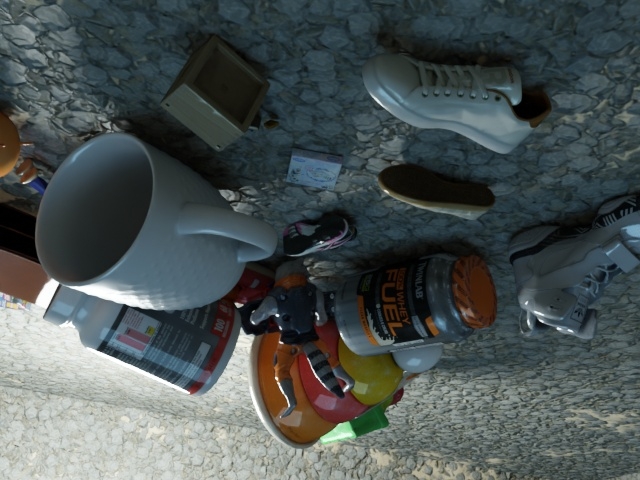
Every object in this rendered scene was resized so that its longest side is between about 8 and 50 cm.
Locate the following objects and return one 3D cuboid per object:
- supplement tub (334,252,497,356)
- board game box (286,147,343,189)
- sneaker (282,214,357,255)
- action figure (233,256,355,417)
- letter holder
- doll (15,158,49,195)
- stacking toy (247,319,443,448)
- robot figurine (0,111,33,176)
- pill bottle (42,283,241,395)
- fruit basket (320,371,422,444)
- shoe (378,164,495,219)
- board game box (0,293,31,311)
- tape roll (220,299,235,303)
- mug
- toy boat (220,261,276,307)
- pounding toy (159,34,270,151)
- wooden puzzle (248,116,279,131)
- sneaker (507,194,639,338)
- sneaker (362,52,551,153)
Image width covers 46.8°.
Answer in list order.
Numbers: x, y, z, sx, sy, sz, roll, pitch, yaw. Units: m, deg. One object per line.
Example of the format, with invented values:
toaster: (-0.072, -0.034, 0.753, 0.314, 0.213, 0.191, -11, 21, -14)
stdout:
supplement tub: (0.204, 0.136, 1.594, 0.316, 0.193, 0.194, -17, 145, 34)
board game box: (-0.012, -0.127, 1.324, 0.090, 0.020, 0.090, 10, 154, -5)
sneaker: (0.000, 0.000, 1.522, 0.178, 0.071, 0.077, -10, 160, 41)
action figure: (-0.007, 0.190, 1.667, 0.341, 0.330, 0.178, -15, 173, -25)
letter holder: (-0.654, 0.017, 1.626, 0.302, 0.152, 0.214, 28, 144, -35)
doll: (-0.513, -0.080, 1.465, 0.046, 0.129, 0.189, -44, 136, -1)
stacking toy: (0.091, 0.317, 1.862, 0.480, 0.350, 0.351, -18, 144, 27)
robot figurine: (-0.620, -0.167, 1.276, 0.220, 0.128, 0.158, 2, 146, 10)
pill bottle: (-0.367, 0.163, 1.537, 0.363, 0.210, 0.210, 29, 147, -19)
fruit basket: (0.142, 0.457, 2.208, 0.165, 0.353, 0.327, 56, 144, 0)
shoe: (0.200, -0.077, 1.308, 0.219, 0.076, 0.058, 12, 148, -14)
board game box: (-0.874, 0.128, 1.994, 0.194, 0.060, 0.194, 16, 152, -18)
tape roll: (-0.321, 0.231, 1.856, 0.169, 0.246, 0.246, 13, 153, -10)
mug: (-0.254, -0.009, 1.327, 0.374, 0.276, 0.328, -2, 162, 31)
toy boat: (-0.217, 0.123, 1.719, 0.231, 0.151, 0.151, 23, 149, -29)
pounding toy: (-0.148, -0.213, 1.091, 0.130, 0.141, 0.100, 39, 141, -24)
wooden puzzle: (-0.129, -0.190, 1.189, 0.116, 0.078, 0.014, 12, 111, 2)
sneaker: (0.511, 0.058, 1.349, 0.137, 0.210, 0.366, 28, 146, -36)
sneaker: (0.198, -0.216, 1.027, 0.290, 0.105, 0.123, 12, 148, -30)
